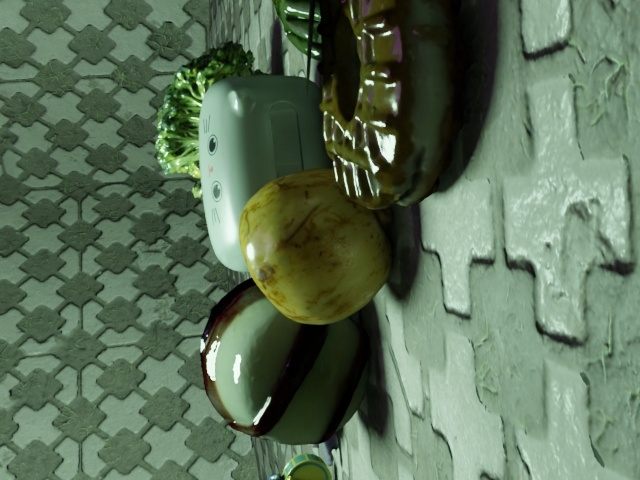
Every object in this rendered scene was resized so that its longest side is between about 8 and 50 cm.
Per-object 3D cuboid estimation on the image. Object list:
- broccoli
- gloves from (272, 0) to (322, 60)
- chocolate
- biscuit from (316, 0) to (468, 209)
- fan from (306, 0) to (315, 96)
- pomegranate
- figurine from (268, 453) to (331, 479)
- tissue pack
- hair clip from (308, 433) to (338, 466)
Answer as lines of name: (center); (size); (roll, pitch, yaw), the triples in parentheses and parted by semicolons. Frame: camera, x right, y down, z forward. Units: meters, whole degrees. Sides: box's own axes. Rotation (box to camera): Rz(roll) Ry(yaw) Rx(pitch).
broccoli: (-0.221, -0.263, 1.803); (0.272, 0.324, 0.334); (57, -160, 23)
gloves: (-0.022, -0.386, 1.278); (0.135, 0.107, 0.268); (49, -160, -52)
chocolate: (-0.037, 0.192, 1.276); (0.186, 0.284, 0.283); (-11, 84, 62)
biscuit: (0.068, -0.195, 0.902); (0.332, 0.103, 0.332); (174, 90, -78)
fan: (-0.003, -0.348, 0.915); (0.233, 0.012, 0.414); (-89, 2, -46)
pomegranate: (0.000, 0.000, 1.092); (0.215, 0.215, 0.215); (175, 90, -78)
figurine: (-0.016, 0.525, 1.515); (0.275, 0.161, 0.158); (-144, 71, -69)
tissue pack: (-0.087, -0.116, 1.365); (0.236, 0.230, 0.333); (158, 106, -75)
hair clip: (-0.013, 0.294, 1.540); (0.137, 0.090, 0.278); (-102, 11, -71)
